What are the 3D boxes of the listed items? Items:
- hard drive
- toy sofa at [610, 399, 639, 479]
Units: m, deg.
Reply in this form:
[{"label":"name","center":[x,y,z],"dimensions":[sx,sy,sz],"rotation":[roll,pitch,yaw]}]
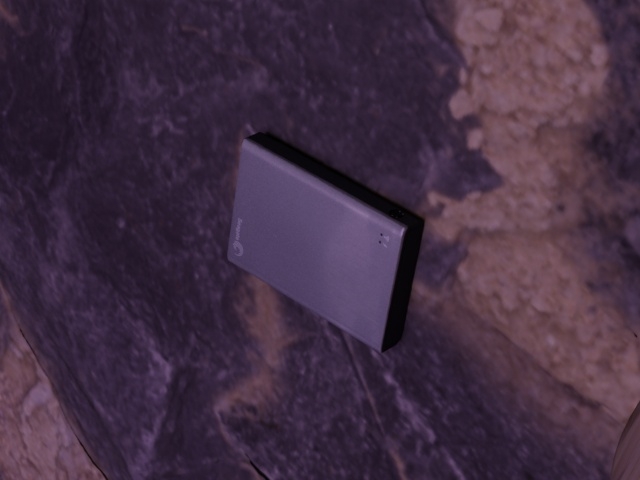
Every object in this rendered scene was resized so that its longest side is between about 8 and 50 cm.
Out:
[{"label":"hard drive","center":[0.000,0.000,1.159],"dimensions":[0.135,0.022,0.094],"rotation":[30,127,31]},{"label":"toy sofa","center":[0.256,0.070,0.883],"dimensions":[0.150,0.177,0.363],"rotation":[23,127,5]}]
